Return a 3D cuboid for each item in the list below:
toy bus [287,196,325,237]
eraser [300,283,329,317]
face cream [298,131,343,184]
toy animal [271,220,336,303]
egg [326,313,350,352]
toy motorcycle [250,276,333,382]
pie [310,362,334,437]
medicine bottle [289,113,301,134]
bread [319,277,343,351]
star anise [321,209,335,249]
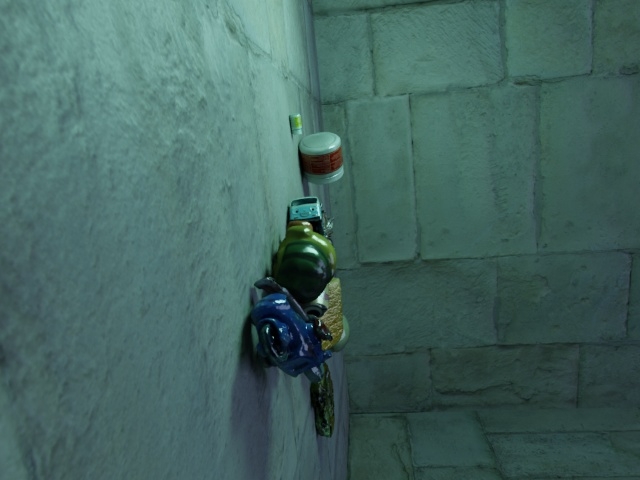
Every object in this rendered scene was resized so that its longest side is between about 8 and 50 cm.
[{"bbox_3d":[-0.048,-0.062,1.703,0.271,0.133,0.164,80,4,-60],"label":"toy bus"},{"bbox_3d":[-0.045,0.151,1.527,0.087,0.171,0.290,42,33,-31],"label":"eraser"},{"bbox_3d":[0.006,-0.400,2.065,0.201,0.201,0.187,-86,170,-51],"label":"face cream"},{"bbox_3d":[-0.045,0.070,1.332,0.338,0.191,0.215,-85,-176,-73],"label":"toy animal"},{"bbox_3d":[0.052,0.438,2.036,0.217,0.183,0.182,-96,180,-68],"label":"egg"},{"bbox_3d":[-0.096,0.237,1.090,0.241,0.182,0.319,36,-9,36],"label":"toy motorcycle"},{"bbox_3d":[0.013,0.730,2.003,0.296,0.078,0.371,-86,169,-59],"label":"pie"},{"bbox_3d":[-0.105,-0.499,1.833,0.047,0.047,0.083,-82,165,-63],"label":"medicine bottle"},{"bbox_3d":[0.000,0.293,1.720,0.185,0.114,0.274,-16,107,-49],"label":"bread"},{"bbox_3d":[-0.012,-0.023,2.052,0.236,0.109,0.223,33,59,-55],"label":"star anise"}]
